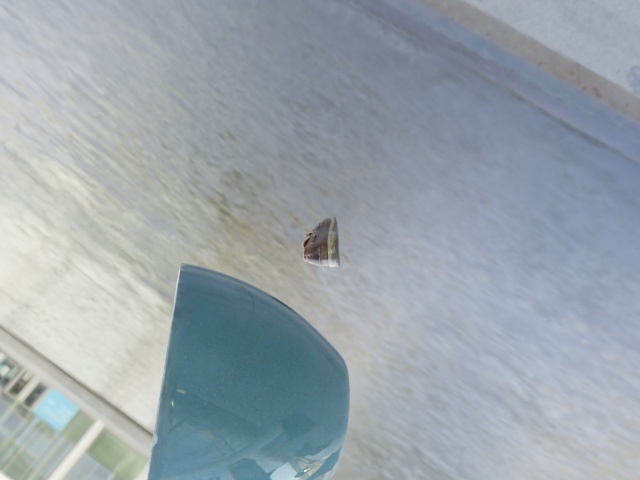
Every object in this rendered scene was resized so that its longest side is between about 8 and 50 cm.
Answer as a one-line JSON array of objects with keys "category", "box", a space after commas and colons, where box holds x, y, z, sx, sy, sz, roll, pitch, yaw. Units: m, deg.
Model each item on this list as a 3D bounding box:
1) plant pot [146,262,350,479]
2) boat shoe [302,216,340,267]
[{"category": "plant pot", "box": [-0.078, 0.180, 0.828, 0.196, 0.290, 0.290, 8, 161, -10]}, {"category": "boat shoe", "box": [0.000, 0.000, 1.248, 0.060, 0.064, 0.178, -3, -166, 1]}]
